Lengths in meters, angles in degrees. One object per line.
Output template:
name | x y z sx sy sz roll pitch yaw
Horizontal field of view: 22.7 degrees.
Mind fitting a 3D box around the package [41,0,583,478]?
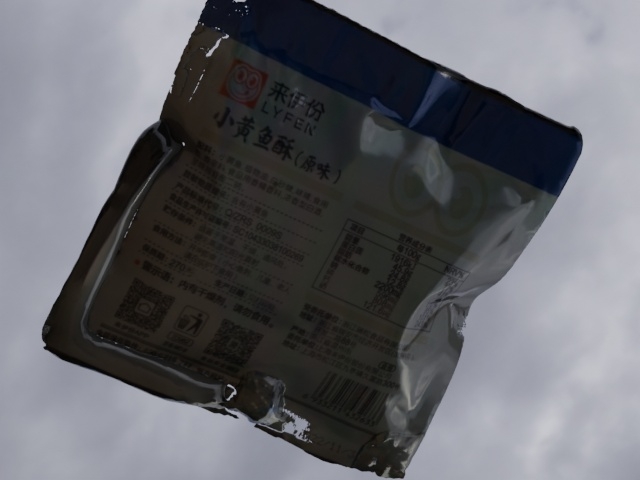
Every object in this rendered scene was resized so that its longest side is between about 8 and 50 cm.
package | 0.000 0.000 0.637 0.171 0.027 0.173 25 -81 -19
